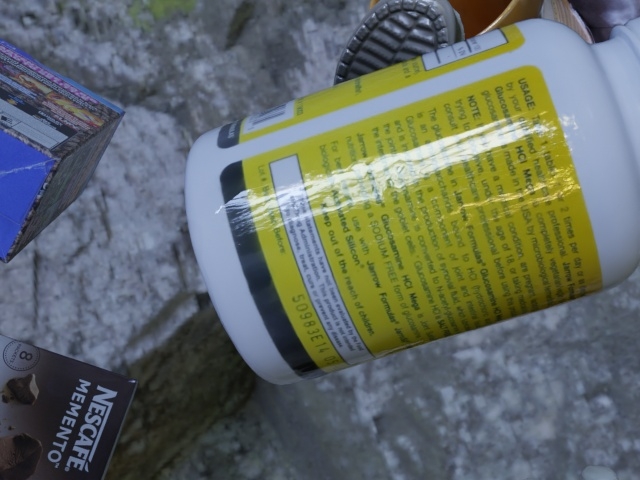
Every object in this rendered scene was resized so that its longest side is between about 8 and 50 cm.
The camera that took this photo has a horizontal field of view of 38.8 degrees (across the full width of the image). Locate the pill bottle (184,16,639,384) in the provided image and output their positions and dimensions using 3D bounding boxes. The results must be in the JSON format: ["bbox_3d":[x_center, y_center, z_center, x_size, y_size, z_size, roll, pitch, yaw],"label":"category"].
[{"bbox_3d":[0.095,-0.034,0.611,0.188,0.334,0.188,-18,-90,-80],"label":"pill bottle"}]

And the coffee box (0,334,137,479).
[{"bbox_3d":[-0.299,0.251,0.834,0.119,0.168,0.297,120,168,-53],"label":"coffee box"}]

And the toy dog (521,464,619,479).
[{"bbox_3d":[0.409,0.532,1.366,0.408,0.285,0.395,117,156,-46],"label":"toy dog"}]

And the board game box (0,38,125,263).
[{"bbox_3d":[-0.398,-0.130,1.086,0.141,0.232,0.291,-58,7,16],"label":"board game box"}]

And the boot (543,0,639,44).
[{"bbox_3d":[0.329,-0.242,0.910,0.090,0.207,0.248,-7,-80,-68],"label":"boot"}]

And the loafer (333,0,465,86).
[{"bbox_3d":[0.066,-0.113,0.833,0.102,0.092,0.268,28,131,13],"label":"loafer"}]

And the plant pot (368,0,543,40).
[{"bbox_3d":[0.192,-0.254,1.119,0.188,0.205,0.205,41,-166,-47],"label":"plant pot"}]
